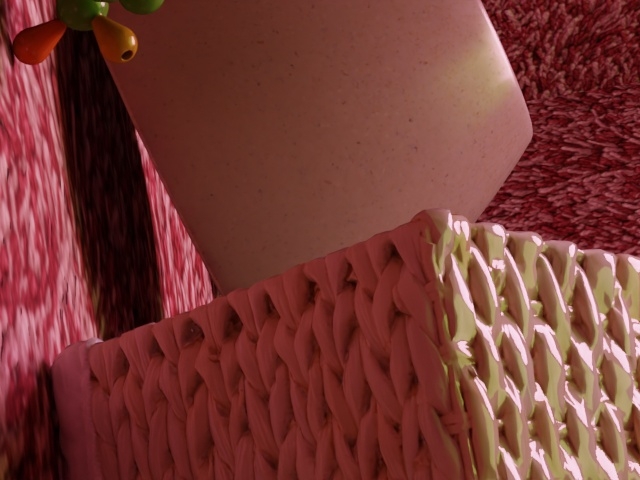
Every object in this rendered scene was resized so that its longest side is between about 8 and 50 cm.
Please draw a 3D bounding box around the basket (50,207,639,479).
[{"bbox_3d":[0.075,0.188,1.007,0.328,0.266,0.331,11,63,-47],"label":"basket"}]

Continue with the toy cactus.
[{"bbox_3d":[-0.150,-0.198,1.068,0.180,0.112,0.219,58,16,-26],"label":"toy cactus"}]

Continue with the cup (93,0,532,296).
[{"bbox_3d":[0.006,-0.095,1.340,0.331,0.237,0.331,63,0,-1],"label":"cup"}]
